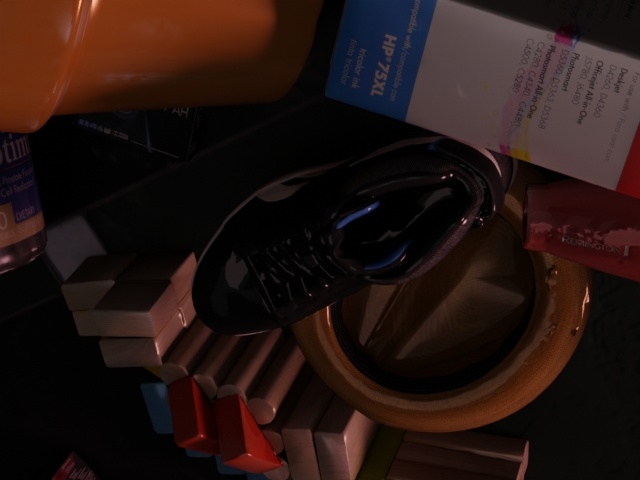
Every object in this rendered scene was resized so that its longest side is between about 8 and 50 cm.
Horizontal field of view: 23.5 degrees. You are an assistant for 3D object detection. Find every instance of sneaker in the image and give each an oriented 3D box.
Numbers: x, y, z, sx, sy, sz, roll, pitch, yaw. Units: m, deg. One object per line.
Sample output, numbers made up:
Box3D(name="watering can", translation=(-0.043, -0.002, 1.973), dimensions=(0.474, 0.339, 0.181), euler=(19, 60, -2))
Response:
Box3D(name="sneaker", translation=(0.000, 0.000, 0.838), dimensions=(0.217, 0.121, 0.079), euler=(-30, 96, 22))

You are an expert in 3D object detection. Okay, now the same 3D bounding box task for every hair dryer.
Box3D(name="hair dryer", translation=(0.230, 0.055, 0.863), dimensions=(0.293, 0.080, 0.223), euler=(39, 108, -14))

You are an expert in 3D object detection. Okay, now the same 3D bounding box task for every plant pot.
Box3D(name="plant pot", translation=(-0.104, -0.152, 0.835), dimensions=(0.188, 0.205, 0.205), euler=(7, 124, -21))

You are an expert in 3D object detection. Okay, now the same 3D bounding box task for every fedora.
Box3D(name="fedora", translation=(0.073, 0.021, 0.938), dimensions=(0.194, 0.079, 0.194), euler=(4, 111, 11))

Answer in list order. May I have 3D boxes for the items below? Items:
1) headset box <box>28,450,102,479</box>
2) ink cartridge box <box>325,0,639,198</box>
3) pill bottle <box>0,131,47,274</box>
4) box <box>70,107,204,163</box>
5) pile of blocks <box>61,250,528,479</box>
Box3D(name="headset box", translation=(-0.182, 0.201, 1.131), dimensions=(0.032, 0.062, 0.083), euler=(-38, 101, 30))
Box3D(name="ink cartridge box", translation=(0.134, -0.097, 0.822), dimensions=(0.231, 0.134, 0.078), euler=(20, 121, 9))
Box3D(name="pill bottle", translation=(-0.249, -0.087, 0.957), dimensions=(0.122, 0.123, 0.219), euler=(-4, 104, 21))
Box3D(name="box", translation=(-0.115, -0.093, 0.978), dimensions=(0.083, 0.018, 0.067), euler=(20, 122, 8))
Box3D(name="pile of blocks", translation=(-0.029, 0.143, 1.019), dimensions=(0.362, 0.113, 0.149), euler=(30, 122, 3))
